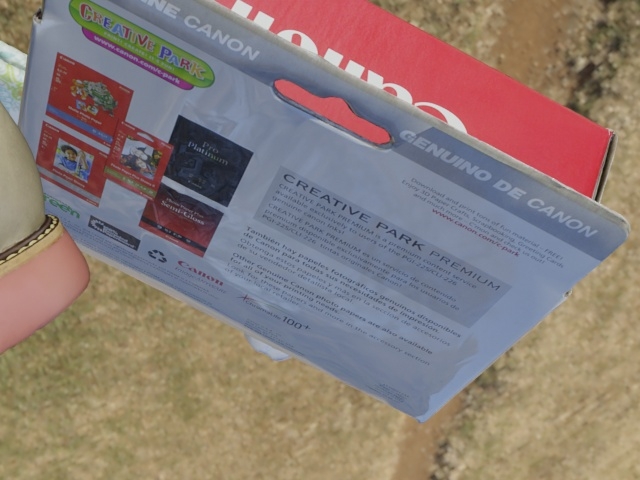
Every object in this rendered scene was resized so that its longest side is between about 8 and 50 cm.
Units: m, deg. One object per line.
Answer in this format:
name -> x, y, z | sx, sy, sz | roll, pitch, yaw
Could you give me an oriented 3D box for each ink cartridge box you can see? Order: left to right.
ink cartridge box -> -0.005, -0.055, 0.625 | 0.130, 0.310, 0.272 | -66, -174, -33

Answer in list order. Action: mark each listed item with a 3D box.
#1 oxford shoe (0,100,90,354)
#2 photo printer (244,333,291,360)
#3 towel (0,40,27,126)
oxford shoe -> -0.252, 0.033, 0.364 | 0.123, 0.130, 0.348 | 1, -155, 47
photo printer -> 0.000, 0.000, 1.447 | 0.107, 0.307, 0.256 | 31, 120, -17
towel -> -0.585, -0.226, 2.079 | 0.375, 0.090, 0.320 | 25, 136, -32
